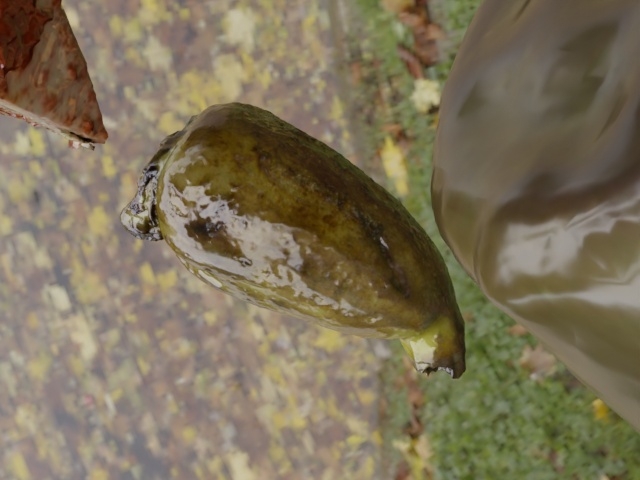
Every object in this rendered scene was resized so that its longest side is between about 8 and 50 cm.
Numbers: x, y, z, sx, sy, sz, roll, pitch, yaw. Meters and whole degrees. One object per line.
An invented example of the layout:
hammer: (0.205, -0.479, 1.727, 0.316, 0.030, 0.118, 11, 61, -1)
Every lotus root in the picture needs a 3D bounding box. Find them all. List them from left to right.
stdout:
lotus root: (0.000, 0.000, 0.707, 0.191, 0.108, 0.094, 26, 104, -2)

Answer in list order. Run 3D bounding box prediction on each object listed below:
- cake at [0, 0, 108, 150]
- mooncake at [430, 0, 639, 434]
cake: (-0.200, -0.101, 0.525, 0.158, 0.159, 0.262, 19, 143, 32)
mooncake: (0.166, -0.063, 0.430, 0.155, 0.284, 0.284, 41, 140, -20)
